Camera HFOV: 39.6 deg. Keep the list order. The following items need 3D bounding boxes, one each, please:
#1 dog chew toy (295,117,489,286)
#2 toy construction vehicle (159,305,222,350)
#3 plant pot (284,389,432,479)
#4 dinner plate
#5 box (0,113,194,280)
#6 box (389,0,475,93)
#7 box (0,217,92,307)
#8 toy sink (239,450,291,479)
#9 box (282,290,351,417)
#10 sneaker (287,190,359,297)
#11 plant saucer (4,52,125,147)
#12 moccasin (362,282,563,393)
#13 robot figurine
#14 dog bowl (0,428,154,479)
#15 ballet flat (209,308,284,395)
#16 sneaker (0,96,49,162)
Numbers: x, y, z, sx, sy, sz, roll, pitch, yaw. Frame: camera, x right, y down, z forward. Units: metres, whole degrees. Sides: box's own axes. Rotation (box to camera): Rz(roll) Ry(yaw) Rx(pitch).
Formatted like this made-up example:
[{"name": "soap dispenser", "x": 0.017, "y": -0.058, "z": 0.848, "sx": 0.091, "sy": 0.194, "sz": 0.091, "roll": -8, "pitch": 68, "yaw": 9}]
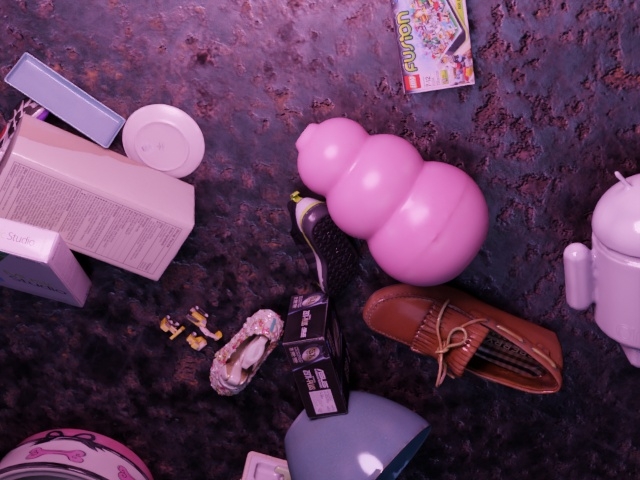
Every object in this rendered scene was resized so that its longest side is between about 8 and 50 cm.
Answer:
[{"name": "dog chew toy", "x": 0.105, "y": -0.074, "z": 1.429, "sx": 0.332, "sy": 0.206, "sz": 0.206, "roll": 35, "pitch": 118, "yaw": -7}, {"name": "toy construction vehicle", "x": -0.249, "y": 0.172, "z": 1.698, "sx": 0.086, "sy": 0.035, "sz": 0.098, "roll": -37, "pitch": 112, "yaw": 24}, {"name": "plant pot", "x": 0.046, "y": 0.399, "z": 1.701, "sx": 0.195, "sy": 0.290, "sz": 0.290, "roll": 40, "pitch": 122, "yaw": 19}, {"name": "dinner plate", "x": -0.267, "y": -0.163, "z": 1.505, "sx": 0.141, "sy": 0.017, "sz": 0.141, "roll": 3, "pitch": 122, "yaw": 5}, {"name": "box", "x": -0.376, "y": -0.066, "z": 1.474, "sx": 0.311, "sy": 0.121, "sz": 0.148, "roll": 24, "pitch": 122, "yaw": -25}, {"name": "box", "x": 0.167, "y": -0.331, "z": 1.351, "sx": 0.114, "sy": 0.036, "sz": 0.207, "roll": -8, "pitch": 121, "yaw": 10}, {"name": "box", "x": -0.529, "y": 0.026, "z": 1.500, "sx": 0.232, "sy": 0.058, "sz": 0.322, "roll": 15, "pitch": 161, "yaw": 0}, {"name": "toy sink", "x": -0.112, "y": 0.541, "z": 1.846, "sx": 0.131, "sy": 0.153, "sz": 0.234, "roll": 17, "pitch": 122, "yaw": -5}, {"name": "box", "x": -0.002, "y": 0.209, "z": 1.634, "sx": 0.077, "sy": 0.147, "sz": 0.180, "roll": -10, "pitch": 119, "yaw": 11}, {"name": "sneaker", "x": 0.000, "y": 0.000, "z": 1.557, "sx": 0.084, "sy": 0.097, "sz": 0.235, "roll": -37, "pitch": 139, "yaw": -19}, {"name": "plant saucer", "x": -0.417, "y": -0.226, "z": 1.455, "sx": 0.192, "sy": 0.067, "sz": 0.018, "roll": 35, "pitch": 149, "yaw": -16}, {"name": "moccasin", "x": 0.257, "y": 0.185, "z": 1.596, "sx": 0.380, "sy": 0.147, "sz": 0.139, "roll": 25, "pitch": 120, "yaw": -10}, {"name": "robot figurine", "x": 0.547, "y": 0.037, "z": 1.449, "sx": 0.300, "sy": 0.200, "sz": 0.353, "roll": -12, "pitch": 121, "yaw": 0}, {"name": "dog bowl", "x": -0.531, "y": 0.576, "z": 1.906, "sx": 0.408, "sy": 0.150, "sz": 0.408, "roll": 2, "pitch": 122, "yaw": 3}, {"name": "ballet flat", "x": -0.151, "y": 0.228, "z": 1.700, "sx": 0.091, "sy": 0.077, "sz": 0.241, "roll": 25, "pitch": 121, "yaw": -12}, {"name": "sneaker", "x": -0.496, "y": -0.175, "z": 1.500, "sx": 0.071, "sy": 0.068, "sz": 0.170, "roll": 21, "pitch": 124, "yaw": -36}]
